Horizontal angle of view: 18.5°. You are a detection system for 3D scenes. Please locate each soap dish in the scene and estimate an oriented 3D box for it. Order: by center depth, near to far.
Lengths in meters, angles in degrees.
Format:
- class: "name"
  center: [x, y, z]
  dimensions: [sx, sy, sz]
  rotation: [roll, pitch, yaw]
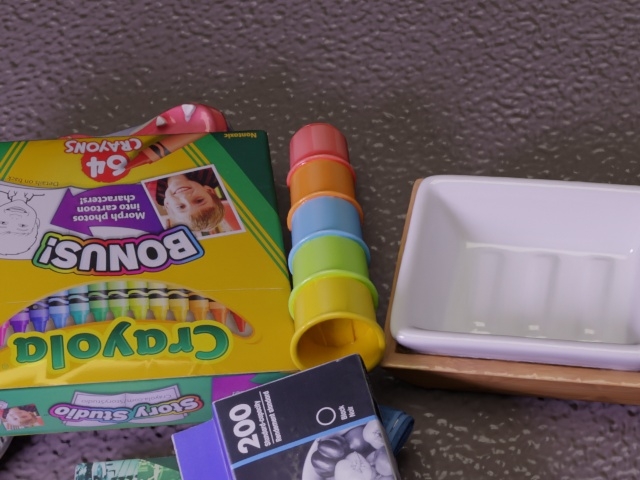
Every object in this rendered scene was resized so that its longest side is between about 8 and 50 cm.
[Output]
- class: "soap dish"
  center: [0.221, 0.053, 1.977]
  dimensions: [0.291, 0.118, 0.229]
  rotation: [4, 56, 14]

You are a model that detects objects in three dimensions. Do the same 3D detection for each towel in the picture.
- class: "towel"
  center: [0.027, 0.181, 1.918]
  dimensions: [0.119, 0.029, 0.067]
  rotation: [10, 44, 24]

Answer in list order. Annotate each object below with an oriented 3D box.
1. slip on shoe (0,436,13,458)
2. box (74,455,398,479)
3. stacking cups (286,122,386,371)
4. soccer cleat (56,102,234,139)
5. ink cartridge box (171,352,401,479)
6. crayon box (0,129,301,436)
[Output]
- class: "slip on shoe"
  center: [-0.420, 0.244, 1.980]
  dimensions: [0.123, 0.101, 0.331]
  rotation: [39, 53, -6]
- class: "box"
  center: [-0.084, 0.314, 1.891]
  dimensions: [0.322, 0.058, 0.232]
  rotation: [-5, 54, 6]
- class: "stacking cups"
  center: [0.000, 0.000, 2.016]
  dimensions: [0.096, 0.096, 0.316]
  rotation: [-12, 43, 3]
- class: "soccer cleat"
  center: [-0.214, -0.091, 2.202]
  dimensions: [0.248, 0.095, 0.083]
  rotation: [-18, 75, 19]
- class: "ink cartridge box"
  center: [-0.031, 0.230, 1.856]
  dimensions: [0.208, 0.045, 0.206]
  rotation: [-21, 59, 5]
- class: "crayon box"
  center: [-0.218, 0.040, 2.033]
  dimensions: [0.363, 0.106, 0.313]
  rotation: [-3, 52, -9]
